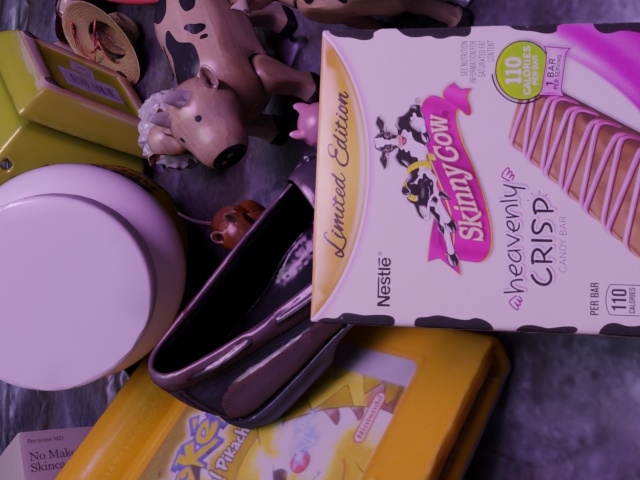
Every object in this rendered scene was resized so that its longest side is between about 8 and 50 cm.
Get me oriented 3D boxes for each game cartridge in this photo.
[{"bbox_3d":[-0.059,0.162,0.491,0.323,0.053,0.285,9,55,41],"label":"game cartridge"}]

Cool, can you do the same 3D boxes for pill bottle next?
[{"bbox_3d":[-0.221,0.020,0.620,0.334,0.187,0.188,-151,73,-77],"label":"pill bottle"}]

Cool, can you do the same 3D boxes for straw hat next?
[{"bbox_3d":[-0.297,-0.296,0.936,0.144,0.145,0.061,-5,38,47],"label":"straw hat"}]

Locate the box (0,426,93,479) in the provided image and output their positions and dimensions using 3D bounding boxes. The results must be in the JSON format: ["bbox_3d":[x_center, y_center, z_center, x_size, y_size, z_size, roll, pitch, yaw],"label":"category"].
[{"bbox_3d":[-0.335,0.388,0.838,0.094,0.113,0.275,-46,54,32],"label":"box"}]

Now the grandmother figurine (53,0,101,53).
[{"bbox_3d":[-0.366,-0.381,1.005,0.208,0.103,0.343,-94,26,-67],"label":"grandmother figurine"}]

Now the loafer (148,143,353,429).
[{"bbox_3d":[0.000,0.000,0.438,0.303,0.095,0.109,-53,44,8],"label":"loafer"}]

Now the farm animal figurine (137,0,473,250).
[{"bbox_3d":[-0.066,-0.150,0.584,0.330,0.172,0.327,-58,47,24],"label":"farm animal figurine"}]

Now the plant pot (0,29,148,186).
[{"bbox_3d":[-0.349,-0.127,0.858,0.207,0.228,0.227,-53,49,18],"label":"plant pot"}]

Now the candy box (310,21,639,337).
[{"bbox_3d":[0.115,-0.029,0.351,0.233,0.071,0.159,1,83,9],"label":"candy box"}]

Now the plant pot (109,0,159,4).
[{"bbox_3d":[-0.256,-0.424,0.789,0.243,0.274,0.275,29,105,56],"label":"plant pot"}]

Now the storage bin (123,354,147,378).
[{"bbox_3d":[-0.143,0.165,0.689,0.135,0.098,0.091,33,136,44],"label":"storage bin"}]
